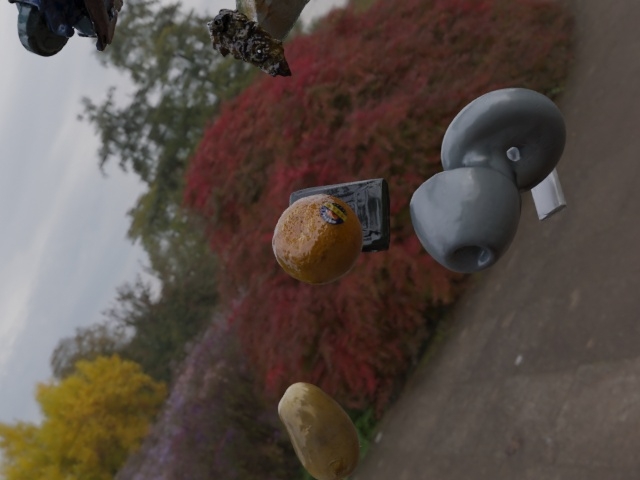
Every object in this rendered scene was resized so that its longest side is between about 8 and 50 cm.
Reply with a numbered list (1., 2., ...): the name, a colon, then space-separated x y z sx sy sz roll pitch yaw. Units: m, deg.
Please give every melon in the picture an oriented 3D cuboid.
1. melon: -0.082 -0.415 1.750 0.093 0.140 0.202 -140 38 -79

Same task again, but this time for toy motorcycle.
1. toy motorcycle: -0.442 -0.475 1.664 0.241 0.182 0.319 -82 -6 -53

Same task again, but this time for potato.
1. potato: 0.000 0.418 2.207 0.146 0.233 0.150 -25 -7 -11

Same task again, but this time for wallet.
1. wallet: 0.399 -0.099 1.784 0.061 0.025 0.122 -41 49 45
2. wallet: 0.039 -0.048 2.286 0.052 0.245 0.168 25 -119 -66

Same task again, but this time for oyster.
1. oyster: -0.100 -0.281 1.431 0.029 0.132 0.086 -63 -17 -50

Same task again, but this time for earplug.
1. earplug: 0.280 -0.098 1.651 0.325 0.214 0.175 -57 35 -6

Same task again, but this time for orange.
1. orange: -0.003 -0.002 1.920 0.177 0.178 0.155 -64 -23 -7

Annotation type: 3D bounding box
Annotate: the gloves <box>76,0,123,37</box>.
1. gloves: -0.438 -0.503 1.947 0.097 0.119 0.229 54 140 46
